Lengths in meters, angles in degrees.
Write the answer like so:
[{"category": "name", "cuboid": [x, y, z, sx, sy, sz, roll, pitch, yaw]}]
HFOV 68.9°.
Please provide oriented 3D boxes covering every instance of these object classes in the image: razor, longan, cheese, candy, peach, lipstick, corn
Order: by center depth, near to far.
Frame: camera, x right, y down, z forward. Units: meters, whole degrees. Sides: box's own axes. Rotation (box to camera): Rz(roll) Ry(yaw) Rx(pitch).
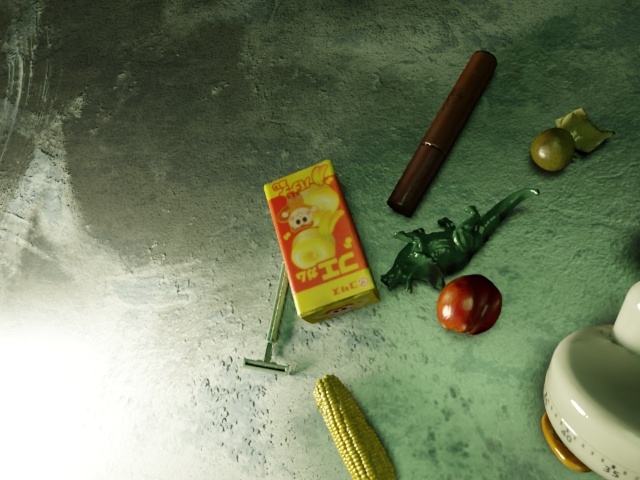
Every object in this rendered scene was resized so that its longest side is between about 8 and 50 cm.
[{"category": "corn", "cuboid": [0.052, 0.313, 0.748, 0.067, 0.067, 0.206, -34, 65, 3]}, {"category": "peach", "cuboid": [0.240, 0.101, 0.755, 0.101, 0.100, 0.100, -5, 70, 15]}, {"category": "longan", "cuboid": [0.412, -0.158, 0.813, 0.084, 0.075, 0.075, 13, 73, -10]}, {"category": "cheese", "cuboid": [0.461, -0.196, 0.823, 0.060, 0.041, 0.084, -40, 76, 8]}, {"category": "candy", "cuboid": [0.000, 0.000, 0.865, 0.146, 0.088, 0.275, -22, 66, 7]}, {"category": "razor", "cuboid": [-0.082, 0.140, 0.874, 0.084, 0.036, 0.211, 12, 67, -4]}, {"category": "lipstick", "cuboid": [0.235, -0.208, 0.887, 0.057, 0.057, 0.356, 27, 81, 23]}]

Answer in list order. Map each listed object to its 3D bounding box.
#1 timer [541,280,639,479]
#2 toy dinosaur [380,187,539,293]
[{"category": "timer", "cuboid": [0.415, 0.189, 0.590, 0.234, 0.239, 0.233, -1, 30, 1]}, {"category": "toy dinosaur", "cuboid": [0.225, -0.013, 0.810, 0.292, 0.079, 0.120, -44, 70, 1]}]
